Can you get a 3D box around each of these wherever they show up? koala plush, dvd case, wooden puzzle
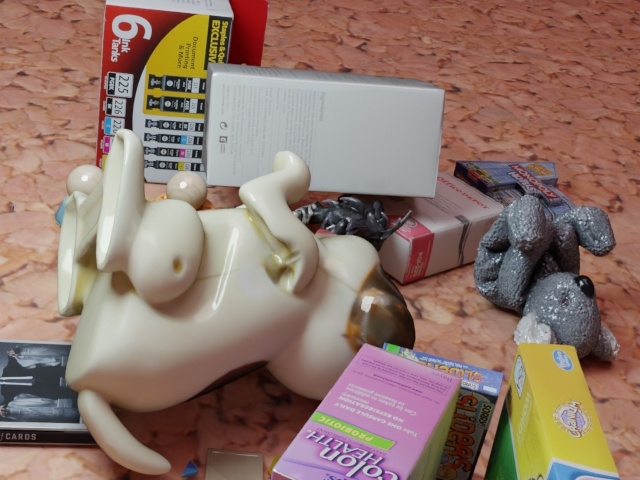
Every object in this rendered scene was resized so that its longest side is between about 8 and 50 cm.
[{"bbox_3d":[0.337,0.083,1.657,0.196,0.203,0.221,5,49,-33],"label":"koala plush"},{"bbox_3d":[-0.380,0.180,1.382,0.239,0.029,0.179,4,29,-12],"label":"dvd case"},{"bbox_3d":[-0.099,0.268,1.329,0.116,0.014,0.078,10,25,0],"label":"wooden puzzle"}]

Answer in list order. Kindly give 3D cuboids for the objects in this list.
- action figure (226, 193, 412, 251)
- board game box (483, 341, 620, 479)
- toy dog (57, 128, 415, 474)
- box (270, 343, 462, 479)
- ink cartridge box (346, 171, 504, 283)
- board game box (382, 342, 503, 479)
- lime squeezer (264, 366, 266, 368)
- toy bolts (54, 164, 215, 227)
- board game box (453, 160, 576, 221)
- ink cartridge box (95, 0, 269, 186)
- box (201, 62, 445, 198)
[{"bbox_3d":[0.000,0.000,1.704,0.276,0.141,0.164,4,24,23],"label":"action figure"},{"bbox_3d":[0.233,0.291,1.156,0.064,0.242,0.316,6,29,-4],"label":"board game box"},{"bbox_3d":[-0.084,0.076,1.369,0.408,0.284,0.395,8,59,-24],"label":"toy dog"},{"bbox_3d":[0.037,0.266,1.168,0.117,0.213,0.243,19,31,15],"label":"box"},{"bbox_3d":[0.167,-0.026,1.841,0.218,0.092,0.158,-17,38,-36],"label":"ink cartridge box"},{"bbox_3d":[0.125,0.205,1.315,0.136,0.201,0.035,13,49,8],"label":"board game box"},{"bbox_3d":[-0.205,0.110,1.529,0.310,0.059,0.110,23,32,23],"label":"lime squeezer"},{"bbox_3d":[-0.281,-0.054,1.686,0.228,0.158,0.218,-5,32,-24],"label":"toy bolts"},{"bbox_3d":[0.368,-0.084,2.035,0.194,0.060,0.194,-9,34,-28],"label":"board game box"},{"bbox_3d":[-0.230,-0.256,1.902,0.272,0.309,0.130,3,30,-11],"label":"ink cartridge box"},{"bbox_3d":[-0.004,-0.173,1.760,0.345,0.168,0.215,3,12,-8],"label":"box"}]
